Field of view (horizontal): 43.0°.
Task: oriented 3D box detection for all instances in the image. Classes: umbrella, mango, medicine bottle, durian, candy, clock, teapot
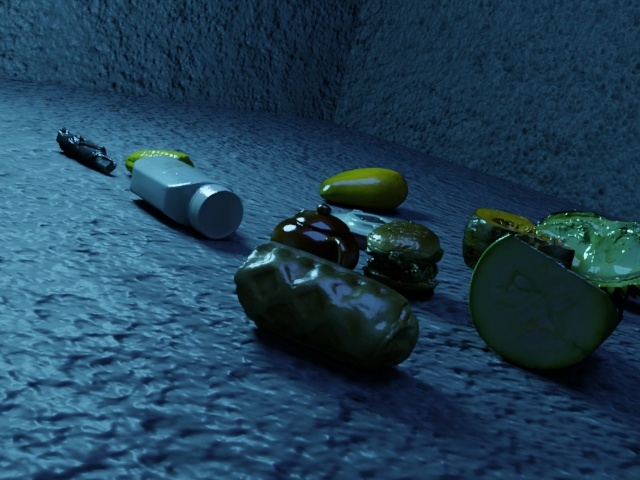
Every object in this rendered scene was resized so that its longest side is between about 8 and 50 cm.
[{"bbox_3d":[-0.588,-0.221,2.055,0.236,0.059,0.066,28,-23,36],"label":"umbrella"},{"bbox_3d":[0.131,-0.149,2.362,0.317,0.119,0.176,-4,23,-28],"label":"mango"},{"bbox_3d":[-0.283,-0.096,1.739,0.161,0.111,0.296,1,17,-39],"label":"medicine bottle"},{"bbox_3d":[0.679,0.034,1.961,0.394,0.198,0.163,21,16,35],"label":"durian"},{"bbox_3d":[-0.404,-0.179,1.995,0.199,0.094,0.106,16,18,34],"label":"candy"},{"bbox_3d":[0.120,-0.028,1.965,0.245,0.056,0.244,13,14,-3],"label":"clock"},{"bbox_3d":[0.000,0.000,1.573,0.178,0.135,0.252,4,15,-23],"label":"teapot"}]

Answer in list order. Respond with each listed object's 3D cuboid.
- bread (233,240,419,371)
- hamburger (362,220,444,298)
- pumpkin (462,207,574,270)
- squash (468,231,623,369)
[{"bbox_3d":[0.015,0.102,1.188,0.268,0.129,0.152,20,11,22],"label":"bread"},{"bbox_3d":[0.162,0.036,1.591,0.159,0.131,0.185,5,19,-18],"label":"hamburger"},{"bbox_3d":[0.476,0.025,1.933,0.281,0.139,0.190,23,17,28],"label":"pumpkin"},{"bbox_3d":[0.416,0.098,1.434,0.234,0.210,0.309,34,26,24],"label":"squash"}]
